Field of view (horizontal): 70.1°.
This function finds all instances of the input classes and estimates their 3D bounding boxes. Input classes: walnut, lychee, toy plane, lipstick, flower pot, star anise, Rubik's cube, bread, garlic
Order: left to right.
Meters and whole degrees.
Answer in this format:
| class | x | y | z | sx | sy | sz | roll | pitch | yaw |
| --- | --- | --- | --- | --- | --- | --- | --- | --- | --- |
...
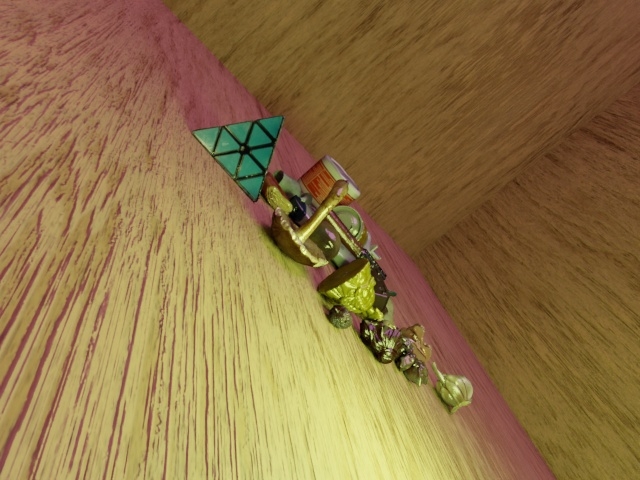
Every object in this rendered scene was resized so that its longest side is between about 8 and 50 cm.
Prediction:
| class | x | y | z | sx | sy | sz | roll | pitch | yaw |
| --- | --- | --- | --- | --- | --- | --- | --- | --- | --- |
| Rubik's cube | -0.260 | -0.301 | 1.581 | 0.229 | 0.234 | 0.228 | -47 | 143 | -43 |
| bread | -0.182 | -0.185 | 1.685 | 0.192 | 0.067 | 0.119 | 57 | 7 | 24 |
| walnut | 0.001 | -0.001 | 1.629 | 0.162 | 0.140 | 0.140 | 42 | 11 | 13 |
| lychee | 0.059 | 0.223 | 1.335 | 0.083 | 0.068 | 0.067 | 63 | 35 | -28 |
| lipstick | 0.131 | 0.021 | 1.910 | 0.418 | 0.077 | 0.077 | 50 | 12 | -15 |
| toy plane | 0.215 | 0.015 | 2.350 | 0.267 | 0.123 | 0.267 | 47 | 10 | -11 |
| flower pot | 0.171 | 0.162 | 1.691 | 0.179 | 0.084 | 0.250 | 17 | 30 | -22 |
| star anise | 0.305 | 0.415 | 1.595 | 0.212 | 0.073 | 0.197 | 57 | 20 | 17 |
| garlic | 0.490 | 0.556 | 1.751 | 0.194 | 0.131 | 0.127 | 47 | 29 | 23 |

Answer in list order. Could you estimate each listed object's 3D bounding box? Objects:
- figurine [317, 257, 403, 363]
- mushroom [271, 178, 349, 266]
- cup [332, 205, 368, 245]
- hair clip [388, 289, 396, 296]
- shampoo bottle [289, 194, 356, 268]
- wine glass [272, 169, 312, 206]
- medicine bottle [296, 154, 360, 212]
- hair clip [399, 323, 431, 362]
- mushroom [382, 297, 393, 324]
| class | x | y | z | sx | sy | sz | roll | pitch | yaw |
| --- | --- | --- | --- | --- | --- | --- | --- | --- | --- |
| figurine | 0.153 | 0.232 | 1.451 | 0.315 | 0.188 | 0.168 | 56 | 7 | -11 |
| mushroom | -0.040 | -0.077 | 1.416 | 0.208 | 0.301 | 0.233 | 16 | 1 | -2 |
| cup | 0.121 | -0.015 | 2.064 | 0.226 | 0.186 | 0.240 | 34 | 54 | -67 |
| hair clip | 0.203 | 0.186 | 1.825 | 0.230 | 0.039 | 0.070 | 24 | 17 | -9 |
| shampoo bottle | -0.002 | -0.025 | 1.813 | 0.359 | 0.078 | 0.134 | 48 | 12 | -10 |
| wine glass | -0.124 | -0.210 | 1.900 | 0.202 | 0.093 | 0.092 | 37 | 18 | -48 |
| medicine bottle | 0.025 | -0.239 | 2.157 | 0.252 | 0.241 | 0.252 | 48 | 13 | -14 |
| hair clip | 0.382 | 0.410 | 1.814 | 0.138 | 0.123 | 0.102 | 42 | 42 | -10 |
| mushroom | 0.245 | 0.277 | 1.784 | 0.100 | 0.081 | 0.312 | 44 | 14 | -1 |
